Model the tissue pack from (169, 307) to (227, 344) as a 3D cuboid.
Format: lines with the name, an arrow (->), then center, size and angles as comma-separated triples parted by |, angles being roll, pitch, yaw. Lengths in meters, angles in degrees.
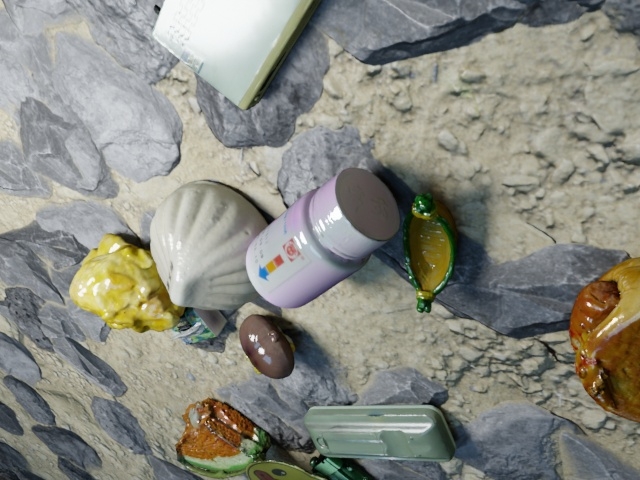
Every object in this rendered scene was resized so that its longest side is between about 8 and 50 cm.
tissue pack -> -0.276, 0.180, 1.403 | 0.111, 0.079, 0.085 | -20, 115, 39

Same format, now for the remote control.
remote control -> 0.115, 0.412, 1.375 | 0.335, 0.065, 0.128 | -12, 110, 36

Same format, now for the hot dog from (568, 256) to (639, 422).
hot dog -> 0.441, 0.155, 0.931 | 0.153, 0.150, 0.257 | -14, 119, 27

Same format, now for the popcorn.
popcorn -> -0.400, 0.098, 1.334 | 0.253, 0.190, 0.191 | 6, 120, 30

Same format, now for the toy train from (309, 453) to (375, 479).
toy train -> 0.056, 0.560, 1.537 | 0.170, 0.071, 0.111 | 39, 128, -5

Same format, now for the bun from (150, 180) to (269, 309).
bun -> -0.220, 0.039, 1.192 | 0.263, 0.175, 0.263 | 15, 130, 18

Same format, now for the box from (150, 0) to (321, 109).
box -> -0.120, -0.337, 0.914 | 0.211, 0.045, 0.270 | 38, 135, -3

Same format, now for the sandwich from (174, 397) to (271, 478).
sandwich -> -0.263, 0.499, 1.645 | 0.212, 0.109, 0.292 | 46, 132, -2

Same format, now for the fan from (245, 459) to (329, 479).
fan -> -0.106, 0.596, 1.567 | 0.335, 0.011, 0.229 | -23, 122, 37

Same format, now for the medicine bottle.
medicine bottle -> 0.000, 0.000, 1.049 | 0.152, 0.152, 0.254 | 44, 133, -9

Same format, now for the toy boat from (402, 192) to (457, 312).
toy boat -> 0.166, 0.010, 1.005 | 0.088, 0.088, 0.230 | 11, 131, 23

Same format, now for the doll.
doll -> -0.118, 0.217, 1.345 | 0.188, 0.096, 0.145 | -8, 109, 63
